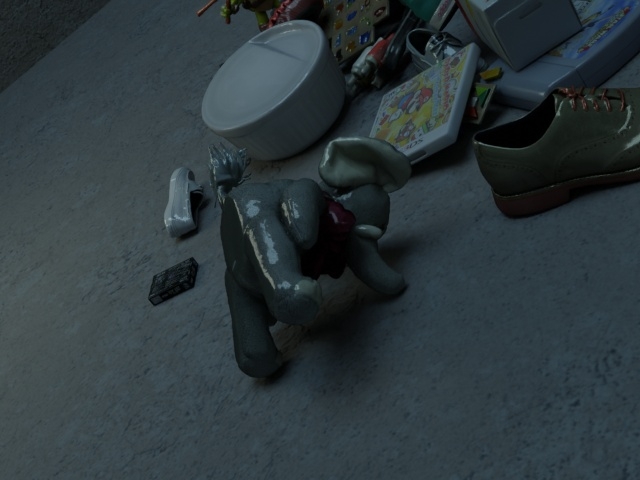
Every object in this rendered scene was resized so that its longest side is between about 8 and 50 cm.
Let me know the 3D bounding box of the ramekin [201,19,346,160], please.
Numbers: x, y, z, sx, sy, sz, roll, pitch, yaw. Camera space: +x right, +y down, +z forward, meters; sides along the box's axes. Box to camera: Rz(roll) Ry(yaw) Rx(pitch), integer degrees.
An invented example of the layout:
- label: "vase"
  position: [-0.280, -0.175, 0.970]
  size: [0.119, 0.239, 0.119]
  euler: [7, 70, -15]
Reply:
- label: "ramekin"
  position: [-0.075, -0.266, 2.106]
  size: [0.272, 0.127, 0.273]
  euler: [-25, 40, 23]

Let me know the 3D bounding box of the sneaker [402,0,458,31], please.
- label: "sneaker"
  position: [0.198, -0.515, 1.885]
  size: [0.296, 0.178, 0.124]
  euler: [-61, -4, 22]

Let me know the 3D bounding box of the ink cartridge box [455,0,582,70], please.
- label: "ink cartridge box"
  position: [0.297, -0.371, 1.778]
  size: [0.128, 0.127, 0.176]
  euler: [-34, 33, 4]

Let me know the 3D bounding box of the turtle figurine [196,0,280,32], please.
- label: "turtle figurine"
  position: [-0.137, -0.512, 2.481]
  size: [0.269, 0.217, 0.087]
  euler: [-46, 30, -18]

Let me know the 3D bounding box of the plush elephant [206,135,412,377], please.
- label: "plush elephant"
  position: [0.000, 0.000, 1.572]
  size: [0.255, 0.272, 0.330]
  euler: [-6, 60, -20]

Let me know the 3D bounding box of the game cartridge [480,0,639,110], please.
- label: "game cartridge"
  position: [0.407, -0.312, 1.770]
  size: [0.297, 0.062, 0.198]
  euler: [-42, 25, -12]

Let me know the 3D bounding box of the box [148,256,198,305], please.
- label: "box"
  position: [-0.249, 0.069, 1.934]
  size: [0.083, 0.018, 0.067]
  euler: [-26, 30, 17]

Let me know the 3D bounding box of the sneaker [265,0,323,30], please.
- label: "sneaker"
  position: [-0.067, -0.373, 2.274]
  size: [0.135, 0.097, 0.276]
  euler: [43, 101, 36]

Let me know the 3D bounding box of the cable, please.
- label: "cable"
  position: [0.138, -0.392, 2.109]
  size: [0.287, 0.072, 0.139]
  euler: [-63, 6, -21]

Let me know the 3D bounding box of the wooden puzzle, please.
- label: "wooden puzzle"
  position: [0.240, -0.216, 1.787]
  size: [0.078, 0.014, 0.116]
  euler: [5, 73, 59]

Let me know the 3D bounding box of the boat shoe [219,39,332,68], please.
- label: "boat shoe"
  position: [-0.080, -0.403, 2.387]
  size: [0.285, 0.092, 0.103]
  euler: [-32, 28, 5]

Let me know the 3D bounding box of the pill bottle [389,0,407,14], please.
- label: "pill bottle"
  position: [0.144, -0.508, 2.288]
  size: [0.193, 0.108, 0.108]
  euler: [-9, 38, 40]

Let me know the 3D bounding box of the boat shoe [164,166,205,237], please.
- label: "boat shoe"
  position: [-0.243, -0.077, 2.107]
  size: [0.063, 0.066, 0.184]
  euler: [-12, 31, 12]

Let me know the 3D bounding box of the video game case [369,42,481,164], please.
- label: "video game case"
  position: [0.155, -0.199, 1.837]
  size: [0.206, 0.026, 0.227]
  euler: [-27, 31, 41]

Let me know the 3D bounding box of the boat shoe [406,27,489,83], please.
- label: "boat shoe"
  position: [0.207, -0.315, 1.956]
  size: [0.079, 0.081, 0.227]
  euler: [-39, 28, -6]

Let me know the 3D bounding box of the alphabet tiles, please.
- label: "alphabet tiles"
  position: [0.051, -0.431, 2.242]
  size: [0.237, 0.009, 0.198]
  euler: [-27, 50, 42]

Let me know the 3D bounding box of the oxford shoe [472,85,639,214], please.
- label: "oxford shoe"
  position: [0.364, -0.149, 1.485]
  size: [0.348, 0.130, 0.123]
  euler: [-25, 30, 19]
